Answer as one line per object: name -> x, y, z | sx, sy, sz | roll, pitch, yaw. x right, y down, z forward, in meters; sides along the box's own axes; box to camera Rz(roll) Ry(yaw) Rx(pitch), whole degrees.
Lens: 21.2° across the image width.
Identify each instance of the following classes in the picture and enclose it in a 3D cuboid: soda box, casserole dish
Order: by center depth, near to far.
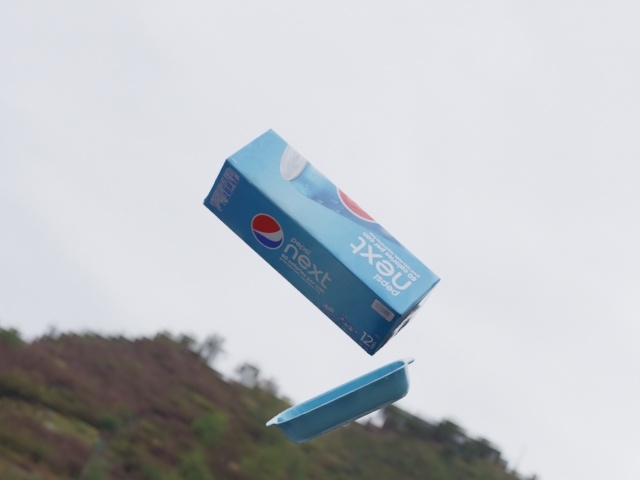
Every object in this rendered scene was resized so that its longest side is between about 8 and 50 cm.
soda box -> 0.000, 0.000, 1.523 | 0.210, 0.071, 0.067 | 42, -44, 10
casserole dish -> 0.029, 0.188, 1.971 | 0.114, 0.188, 0.037 | -138, -157, -88
